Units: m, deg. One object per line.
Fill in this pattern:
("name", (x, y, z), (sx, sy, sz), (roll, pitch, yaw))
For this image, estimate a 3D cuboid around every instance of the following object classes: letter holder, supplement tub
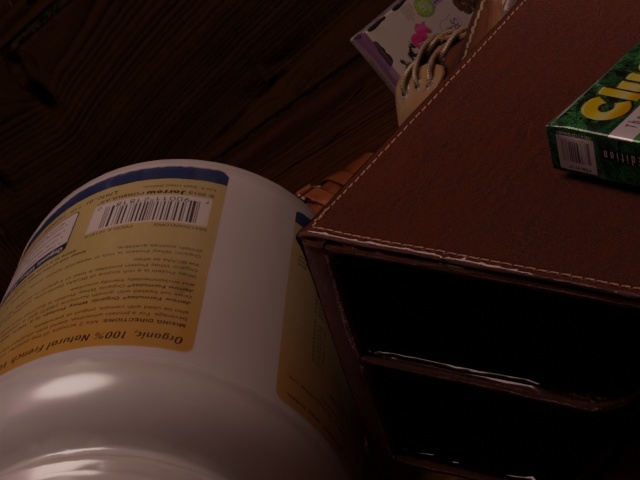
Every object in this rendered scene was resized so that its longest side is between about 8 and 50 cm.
("letter holder", (0.171, -0.017, 0.705), (0.214, 0.152, 0.302), (9, 41, 35))
("supplement tub", (-0.089, 0.116, 0.736), (0.228, 0.228, 0.316), (-35, 22, 20))

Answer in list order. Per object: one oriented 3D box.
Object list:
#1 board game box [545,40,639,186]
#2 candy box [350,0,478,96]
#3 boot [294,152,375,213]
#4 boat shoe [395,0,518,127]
("board game box", (0.236, -0.100, 0.636), (0.136, 0.030, 0.259), (19, 48, 40))
("candy box", (0.163, -0.236, 1.562), (0.196, 0.165, 0.070), (-42, 10, -12))
("boot", (0.000, 0.000, 1.368), (0.220, 0.109, 0.283), (-36, 3, -6))
("boat shoe", (0.107, -0.096, 0.973), (0.123, 0.116, 0.324), (-42, -19, -24))
